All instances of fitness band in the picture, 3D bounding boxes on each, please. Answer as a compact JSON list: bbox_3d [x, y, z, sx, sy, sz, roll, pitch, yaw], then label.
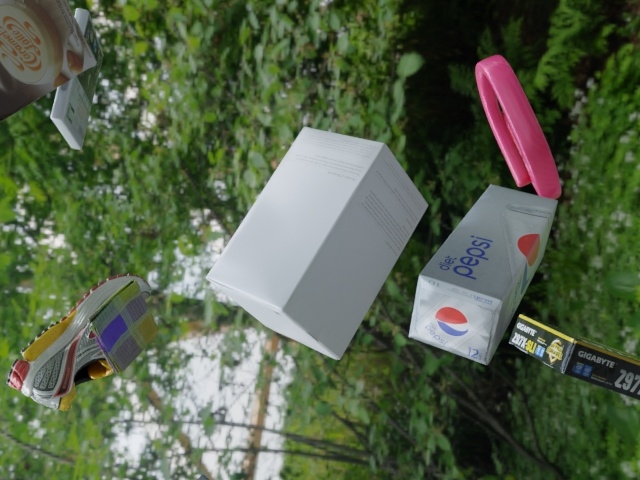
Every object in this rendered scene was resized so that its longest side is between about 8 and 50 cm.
[{"bbox_3d":[0.362,-0.203,1.378,0.209,0.054,0.290,49,-161,-72],"label":"fitness band"}]

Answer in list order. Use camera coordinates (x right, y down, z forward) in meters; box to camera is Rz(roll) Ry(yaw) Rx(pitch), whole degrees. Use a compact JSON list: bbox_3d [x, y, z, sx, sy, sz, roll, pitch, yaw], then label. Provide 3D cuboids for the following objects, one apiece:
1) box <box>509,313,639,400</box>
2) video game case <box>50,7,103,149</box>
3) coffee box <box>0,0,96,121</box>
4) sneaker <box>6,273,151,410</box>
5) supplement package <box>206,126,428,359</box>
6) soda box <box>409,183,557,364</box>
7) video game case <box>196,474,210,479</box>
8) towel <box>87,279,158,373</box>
[{"bbox_3d":[0.594,0.258,1.561,0.257,0.322,0.079,-139,69,-80],"label":"box"},{"bbox_3d":[-0.381,-0.247,1.182,0.190,0.022,0.173,146,135,-79],"label":"video game case"},{"bbox_3d":[-0.411,-0.233,0.942,0.141,0.098,0.246,68,-152,-25],"label":"coffee box"},{"bbox_3d":[-0.287,0.129,0.956,0.225,0.093,0.088,-52,-2,-45],"label":"sneaker"},{"bbox_3d":[0.000,0.000,1.163,0.292,0.175,0.177,-58,-42,-15],"label":"supplement package"},{"bbox_3d":[0.208,0.029,0.923,0.286,0.098,0.091,-41,-37,-52],"label":"soda box"},{"bbox_3d":[-0.101,0.539,1.318,0.026,0.274,0.196,-43,20,-19],"label":"video game case"},{"bbox_3d":[-0.178,0.079,0.688,0.060,0.009,0.083,-47,-33,-31],"label":"towel"}]
